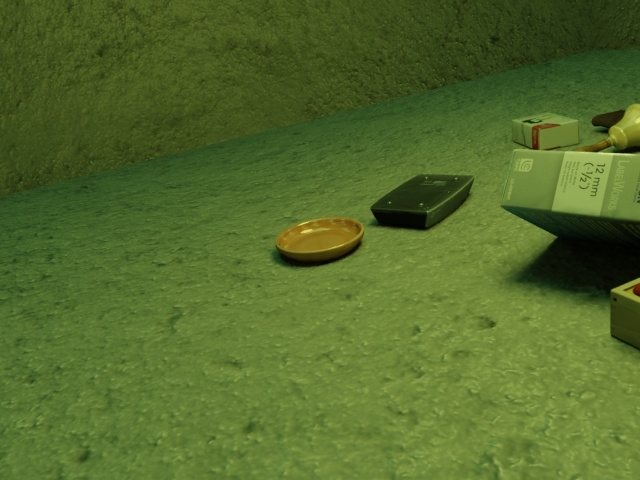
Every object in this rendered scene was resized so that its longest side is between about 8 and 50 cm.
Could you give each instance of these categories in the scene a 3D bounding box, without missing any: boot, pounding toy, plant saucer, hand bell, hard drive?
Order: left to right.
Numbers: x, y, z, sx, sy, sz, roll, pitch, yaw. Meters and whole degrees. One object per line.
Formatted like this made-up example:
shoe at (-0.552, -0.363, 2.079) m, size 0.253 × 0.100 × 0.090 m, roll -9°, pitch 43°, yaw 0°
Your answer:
plant saucer at (0.000, 0.000, 1.298) m, size 0.199 × 0.037 × 0.200 m, roll -8°, pitch 22°, yaw 3°
hard drive at (0.251, -0.099, 1.409) m, size 0.171 × 0.054 × 0.254 m, roll 6°, pitch 27°, yaw 37°
hand bell at (0.747, -0.253, 1.541) m, size 0.241 × 0.126 × 0.126 m, roll -25°, pitch 23°, yaw -5°
boot at (0.961, -0.370, 1.715) m, size 0.248 × 0.090 × 0.207 m, roll -18°, pitch 24°, yaw -10°
pounding toy at (0.480, 0.079, 0.791) m, size 0.141 × 0.100 × 0.130 m, roll -18°, pitch 23°, yaw -19°

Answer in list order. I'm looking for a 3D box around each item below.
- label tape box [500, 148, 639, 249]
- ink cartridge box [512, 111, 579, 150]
label tape box at (0.512, -0.056, 0.947) m, size 0.347 × 0.115 × 0.249 m, roll 10°, pitch -5°, yaw 45°
ink cartridge box at (0.677, -0.332, 1.773) m, size 0.127 × 0.073 × 0.175 m, roll -13°, pitch 22°, yaw -5°
